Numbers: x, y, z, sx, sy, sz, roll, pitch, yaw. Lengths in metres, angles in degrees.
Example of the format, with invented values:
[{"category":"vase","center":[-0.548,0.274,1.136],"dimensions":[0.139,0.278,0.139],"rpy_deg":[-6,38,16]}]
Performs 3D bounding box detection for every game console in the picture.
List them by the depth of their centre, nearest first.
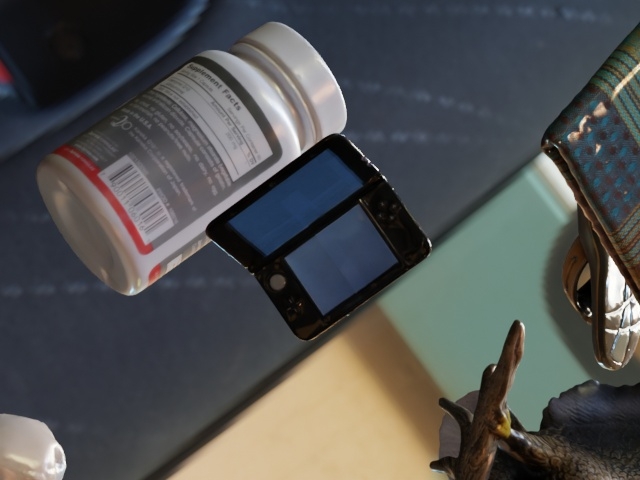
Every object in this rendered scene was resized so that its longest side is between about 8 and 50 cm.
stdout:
[{"category":"game console","center":[0.000,0.000,1.531],"dimensions":[0.144,0.124,0.085],"rpy_deg":[-36,172,10]}]

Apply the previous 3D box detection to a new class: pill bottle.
[{"category":"pill bottle","center":[-0.124,-0.087,1.811],"dimensions":[0.283,0.161,0.161],"rpy_deg":[-37,170,-21]}]

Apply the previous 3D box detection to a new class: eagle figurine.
[{"category":"eagle figurine","center":[0.249,0.219,1.559],"dimensions":[0.298,0.225,0.226],"rpy_deg":[15,140,-18]}]

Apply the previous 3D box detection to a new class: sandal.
[{"category":"sandal","center":[0.263,0.026,1.776],"dimensions":[0.060,0.219,0.090],"rpy_deg":[-20,155,28]}]

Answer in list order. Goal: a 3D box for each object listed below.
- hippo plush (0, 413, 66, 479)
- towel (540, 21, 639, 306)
[{"category":"hippo plush","center":[-0.238,0.305,1.380],"dimensions":[0.234,0.236,0.294],"rpy_deg":[-27,139,-42]},{"category":"towel","center":[0.334,-0.110,1.364],"dimensions":[0.370,0.271,0.040],"rpy_deg":[-46,-147,-17]}]
